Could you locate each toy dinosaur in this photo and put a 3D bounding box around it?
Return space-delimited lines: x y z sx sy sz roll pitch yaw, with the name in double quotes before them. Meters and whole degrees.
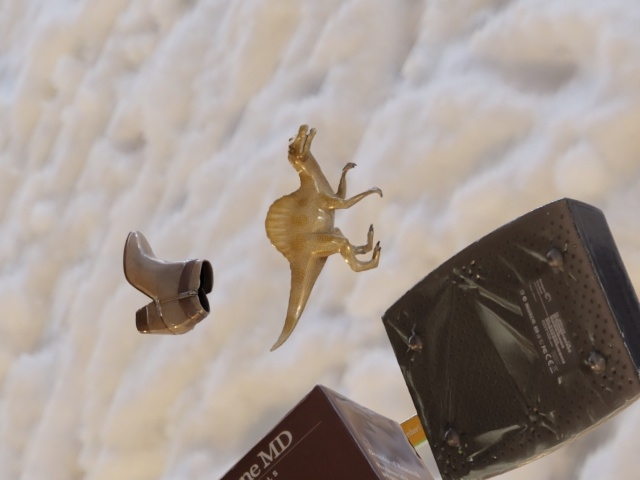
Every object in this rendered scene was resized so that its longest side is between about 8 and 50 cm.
"toy dinosaur" 0.000 0.000 1.553 0.053 0.092 0.183 176 98 -83

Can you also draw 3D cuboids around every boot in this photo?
"boot" -0.140 0.035 1.815 0.087 0.042 0.118 -22 68 31

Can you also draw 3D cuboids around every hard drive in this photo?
"hard drive" 0.155 0.082 1.482 0.254 0.054 0.172 -37 70 51

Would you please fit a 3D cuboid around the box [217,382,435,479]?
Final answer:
"box" 0.052 0.325 1.607 0.191 0.143 0.381 -45 48 11

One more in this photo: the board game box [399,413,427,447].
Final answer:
"board game box" 0.069 0.226 2.046 0.259 0.039 0.124 -35 -9 6
